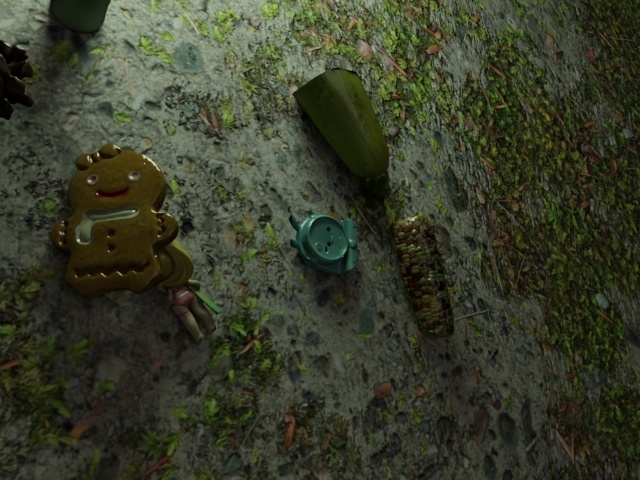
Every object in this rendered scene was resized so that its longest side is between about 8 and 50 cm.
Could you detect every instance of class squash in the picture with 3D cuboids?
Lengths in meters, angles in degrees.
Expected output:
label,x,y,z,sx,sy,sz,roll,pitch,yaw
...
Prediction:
label,x,y,z,sx,sy,sz,roll,pitch,yaw
squash,0.080,-0.213,1.208,0.288,0.137,0.137,53,53,-10

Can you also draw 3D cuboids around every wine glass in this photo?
label,x,y,z,sx,sy,sz,roll,pitch,yaw
wine glass,-0.352,-0.427,0.931,0.103,0.231,0.103,12,65,-27

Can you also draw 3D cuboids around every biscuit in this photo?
label,x,y,z,sx,sy,sz,roll,pitch,yaw
biscuit,-0.301,-0.036,0.890,0.184,0.035,0.249,-4,65,-1

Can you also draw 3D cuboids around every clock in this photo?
label,x,y,z,sx,sy,sz,roll,pitch,yaw
clock,-0.001,0.000,1.120,0.147,0.045,0.108,14,64,-29

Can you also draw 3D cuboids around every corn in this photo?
label,x,y,z,sx,sy,sz,roll,pitch,yaw
corn,0.207,0.071,1.208,0.086,0.086,0.254,-8,79,-35

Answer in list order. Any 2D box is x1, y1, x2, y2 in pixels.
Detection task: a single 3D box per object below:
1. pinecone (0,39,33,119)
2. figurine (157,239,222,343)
label,x,y,z,sx,sy,sz,roll,pitch,yaw
pinecone,-0.492,-0.203,0.792,0.184,0.179,0.205,8,38,14
figurine,-0.215,0.070,0.940,0.083,0.083,0.188,-33,102,-37
